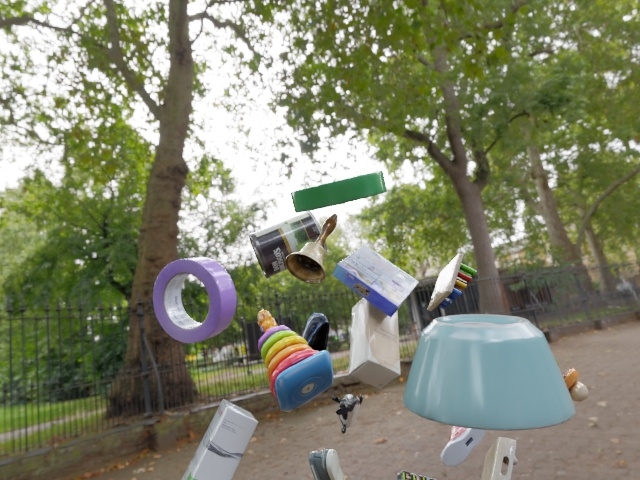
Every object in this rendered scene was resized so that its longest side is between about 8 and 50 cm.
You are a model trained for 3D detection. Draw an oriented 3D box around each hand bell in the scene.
[{"bbox_3d":[0.000,0.000,1.379,0.126,0.242,0.126,17,-40,15],"label":"hand bell"}]

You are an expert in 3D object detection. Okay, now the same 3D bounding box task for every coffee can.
[{"bbox_3d":[-0.138,0.014,1.913,0.275,0.201,0.201,-23,-11,-13],"label":"coffee can"}]

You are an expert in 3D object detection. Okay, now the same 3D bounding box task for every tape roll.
[{"bbox_3d":[-0.418,0.195,1.506,0.275,0.274,0.090,-16,-3,22],"label":"tape roll"},{"bbox_3d":[0.061,-0.165,1.536,0.321,0.077,0.321,-13,5,1],"label":"tape roll"}]

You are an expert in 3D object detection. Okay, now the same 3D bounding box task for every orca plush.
[{"bbox_3d":[0.077,0.614,1.659,0.102,0.151,0.287,24,-11,18],"label":"orca plush"}]

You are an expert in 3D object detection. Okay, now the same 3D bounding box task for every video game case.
[{"bbox_3d":[0.213,0.145,1.727,0.244,0.269,0.061,-30,-28,-56],"label":"video game case"}]

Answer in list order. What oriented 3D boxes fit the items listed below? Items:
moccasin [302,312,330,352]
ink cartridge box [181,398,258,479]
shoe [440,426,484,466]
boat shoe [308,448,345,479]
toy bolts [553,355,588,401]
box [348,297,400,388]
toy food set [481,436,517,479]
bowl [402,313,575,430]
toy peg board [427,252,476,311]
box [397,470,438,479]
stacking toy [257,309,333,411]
[{"bbox_3d":[-0.039,0.493,1.995,0.138,0.342,0.117,7,4,-25],"label":"moccasin"},{"bbox_3d":[-0.330,0.689,1.485,0.121,0.289,0.211,29,-18,-8],"label":"ink cartridge box"},{"bbox_3d":[0.426,0.632,1.413,0.178,0.063,0.081,-29,-6,-25],"label":"shoe"},{"bbox_3d":[0.028,0.909,1.701,0.099,0.319,0.116,-4,23,17],"label":"boat shoe"},{"bbox_3d":[0.723,0.495,1.464,0.218,0.158,0.228,-44,-24,-6],"label":"toy bolts"},{"bbox_3d":[0.198,0.362,1.665,0.148,0.311,0.121,28,-53,-18],"label":"box"},{"bbox_3d":[0.714,0.952,1.828,0.092,0.219,0.306,16,-39,18],"label":"toy food set"},{"bbox_3d":[0.313,0.234,0.881,0.312,0.163,0.311,-2,-2,0],"label":"bowl"},{"bbox_3d":[0.447,0.156,1.527,0.079,0.160,0.161,26,-33,3],"label":"toy peg board"},{"bbox_3d":[0.390,1.020,1.772,0.184,0.190,0.045,21,-48,-17],"label":"box"},{"bbox_3d":[-0.107,0.297,1.258,0.166,0.302,0.175,-23,-45,-20],"label":"stacking toy"}]
